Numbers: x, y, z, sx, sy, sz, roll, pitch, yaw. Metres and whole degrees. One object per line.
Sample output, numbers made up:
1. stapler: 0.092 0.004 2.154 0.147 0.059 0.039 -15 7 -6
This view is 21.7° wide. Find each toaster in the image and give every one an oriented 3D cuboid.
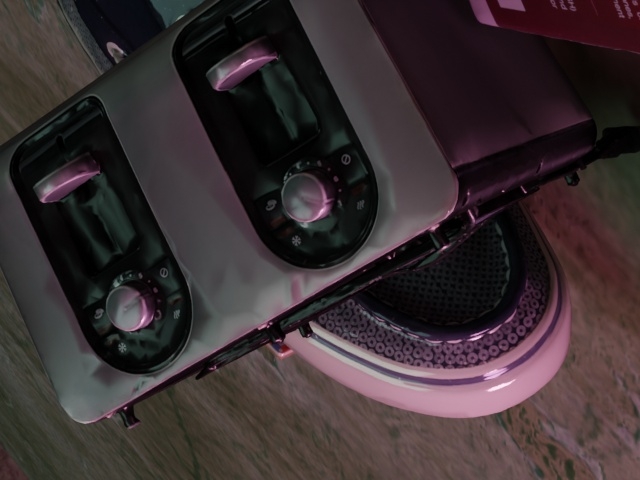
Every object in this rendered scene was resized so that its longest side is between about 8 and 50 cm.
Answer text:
1. toaster: -0.003 -0.030 0.588 0.168 0.185 0.110 -30 86 28

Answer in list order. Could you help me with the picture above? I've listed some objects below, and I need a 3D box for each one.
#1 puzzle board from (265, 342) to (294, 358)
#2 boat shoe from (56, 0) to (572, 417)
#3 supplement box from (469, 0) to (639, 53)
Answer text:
1. puzzle board: 0.000 0.000 0.799 0.096 0.128 0.011 43 140 30
2. boat shoe: -0.025 -0.076 0.723 0.340 0.127 0.158 44 164 29
3. supplement box: 0.112 -0.114 0.428 0.239 0.073 0.130 25 145 57
